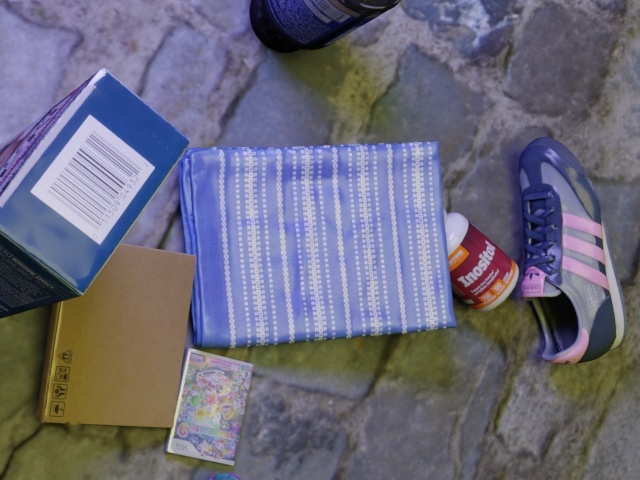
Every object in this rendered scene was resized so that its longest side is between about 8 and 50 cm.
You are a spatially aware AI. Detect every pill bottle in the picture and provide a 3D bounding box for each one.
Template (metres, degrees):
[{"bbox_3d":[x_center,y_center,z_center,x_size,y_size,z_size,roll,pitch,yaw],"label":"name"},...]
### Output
[{"bbox_3d":[0.002,-0.301,1.314,0.122,0.219,0.123,5,80,-29],"label":"pill bottle"},{"bbox_3d":[0.183,0.019,1.443,0.152,0.086,0.086,39,65,-18],"label":"pill bottle"}]

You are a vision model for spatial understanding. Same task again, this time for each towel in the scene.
[{"bbox_3d":[0.000,0.000,1.327,0.335,0.040,0.243,-3,85,-16],"label":"towel"}]

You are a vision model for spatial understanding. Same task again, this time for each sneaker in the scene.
[{"bbox_3d":[0.325,0.018,1.509,0.131,0.112,0.319,-19,91,-33],"label":"sneaker"}]

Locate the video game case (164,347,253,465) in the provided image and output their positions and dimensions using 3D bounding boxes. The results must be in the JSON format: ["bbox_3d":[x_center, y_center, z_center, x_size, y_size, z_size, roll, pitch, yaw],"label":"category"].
[{"bbox_3d":[-0.129,0.195,1.281,0.087,0.011,0.122,18,74,-26],"label":"video game case"}]

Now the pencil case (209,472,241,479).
[{"bbox_3d":[-0.145,0.328,1.221,0.151,0.064,0.070,-36,62,-28],"label":"pencil case"}]

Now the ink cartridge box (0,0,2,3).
[{"bbox_3d":[-0.445,-0.319,1.137,0.212,0.093,0.154,-1,83,-31],"label":"ink cartridge box"}]

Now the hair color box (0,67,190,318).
[{"bbox_3d":[-0.272,-0.029,1.041,0.105,0.347,0.174,41,65,-19],"label":"hair color box"}]

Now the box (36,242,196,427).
[{"bbox_3d":[-0.221,0.104,1.207,0.164,0.021,0.201,11,84,-39],"label":"box"}]
